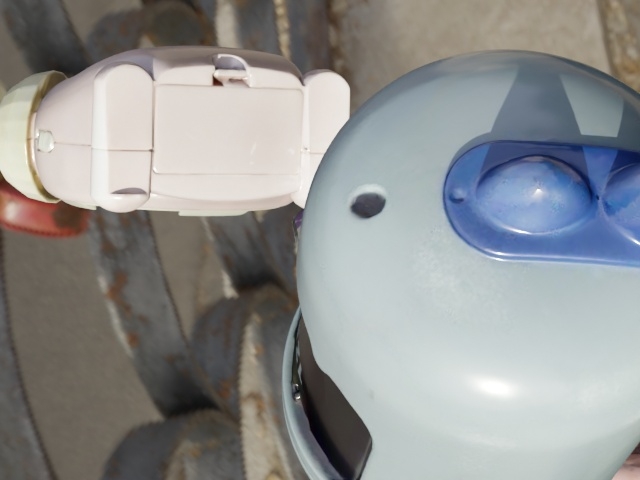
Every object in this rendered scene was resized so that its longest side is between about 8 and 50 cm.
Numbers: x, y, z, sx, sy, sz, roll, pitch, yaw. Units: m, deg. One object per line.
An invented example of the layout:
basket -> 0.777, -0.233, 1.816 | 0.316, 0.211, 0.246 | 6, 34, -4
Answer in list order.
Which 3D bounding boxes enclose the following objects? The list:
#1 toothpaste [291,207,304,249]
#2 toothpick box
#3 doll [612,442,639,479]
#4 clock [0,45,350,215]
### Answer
toothpaste -> 0.000, 0.000, 1.813 | 0.040, 0.196, 0.047 | 31, 105, -14
toothpick box -> 0.111, 0.036, 0.925 | 0.263, 0.355, 0.263 | 1, 67, -2
doll -> 0.352, 0.327, 1.839 | 0.284, 0.216, 0.268 | 9, 80, -14
clock -> -0.164, -0.112, 1.738 | 0.326, 0.342, 0.184 | 1, 86, 62
